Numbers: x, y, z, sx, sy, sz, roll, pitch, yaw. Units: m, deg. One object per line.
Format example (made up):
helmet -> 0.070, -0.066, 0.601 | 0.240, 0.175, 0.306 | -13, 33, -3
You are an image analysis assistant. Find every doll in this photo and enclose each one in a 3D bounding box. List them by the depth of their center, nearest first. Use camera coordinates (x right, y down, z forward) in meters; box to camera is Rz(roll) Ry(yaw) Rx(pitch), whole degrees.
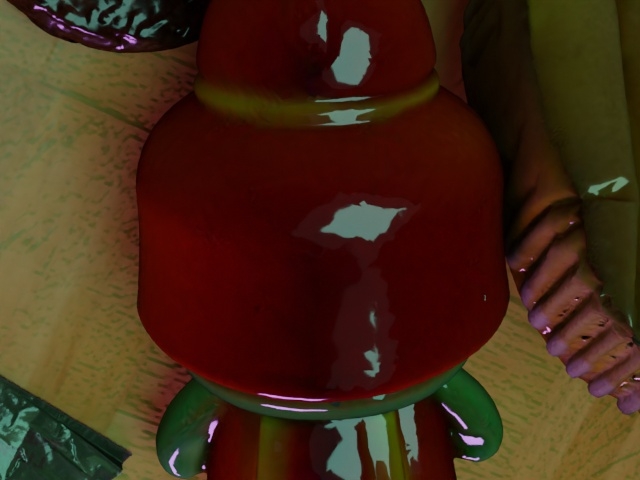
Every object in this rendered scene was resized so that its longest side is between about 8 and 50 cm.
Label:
doll -> 0.000, 0.000, 0.736 | 0.183, 0.160, 0.363 | 0, 113, 5

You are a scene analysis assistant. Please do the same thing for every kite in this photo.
kite -> -0.198, 0.155, 0.779 | 0.229, 0.012, 0.250 | -22, 105, -26

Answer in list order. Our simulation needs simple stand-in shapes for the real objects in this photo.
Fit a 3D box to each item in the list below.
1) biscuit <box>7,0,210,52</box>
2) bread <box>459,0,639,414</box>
biscuit -> -0.091, -0.181, 0.709 | 0.192, 0.049, 0.192 | -7, 109, -22
bread -> 0.183, -0.058, 0.756 | 0.204, 0.156, 0.288 | -13, 75, -6
